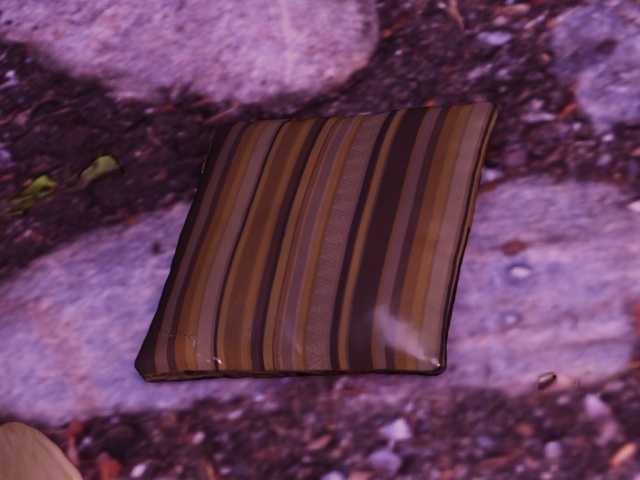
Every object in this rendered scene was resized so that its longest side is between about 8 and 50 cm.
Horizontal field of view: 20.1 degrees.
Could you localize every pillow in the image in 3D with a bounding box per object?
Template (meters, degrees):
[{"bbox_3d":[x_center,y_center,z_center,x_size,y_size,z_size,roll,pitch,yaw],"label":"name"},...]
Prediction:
[{"bbox_3d":[0.000,0.000,1.144,0.212,0.052,0.208,-4,51,27],"label":"pillow"}]

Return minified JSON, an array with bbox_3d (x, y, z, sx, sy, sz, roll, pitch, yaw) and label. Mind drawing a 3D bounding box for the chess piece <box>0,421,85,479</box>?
[{"bbox_3d":[-0.249,0.218,1.015,0.251,0.144,0.144,-27,43,11],"label":"chess piece"}]
